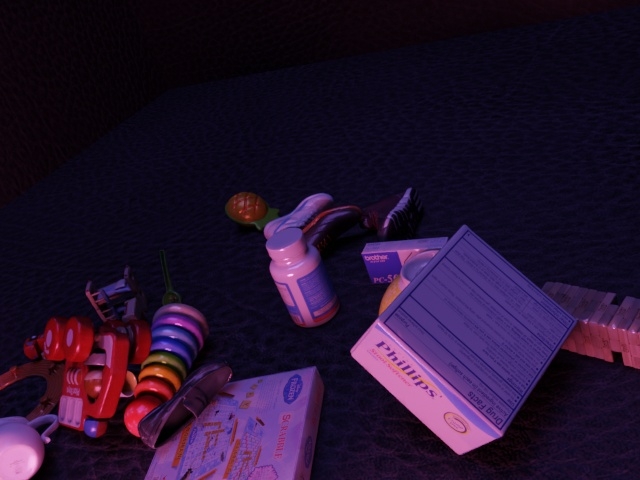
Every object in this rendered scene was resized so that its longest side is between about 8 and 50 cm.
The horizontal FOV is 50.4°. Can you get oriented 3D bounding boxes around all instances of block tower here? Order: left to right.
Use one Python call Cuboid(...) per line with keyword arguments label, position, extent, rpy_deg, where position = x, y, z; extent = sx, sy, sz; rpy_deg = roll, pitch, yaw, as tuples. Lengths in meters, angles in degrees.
Cuboid(label="block tower", position=(0.534, 0.157, 1.210), extent=(0.335, 0.097, 0.091), rpy_deg=(9, 40, 45))

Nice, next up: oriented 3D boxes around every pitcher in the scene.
Cuboid(label="pitcher", position=(-0.665, 0.452, 1.520), extent=(0.178, 0.125, 0.207), rpy_deg=(-19, 14, -27))

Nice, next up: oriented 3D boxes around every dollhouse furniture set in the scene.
Cuboid(label="dollhouse furniture set", position=(-0.566, 0.183, 1.879), extent=(0.129, 0.129, 0.183), rpy_deg=(-22, 29, 0))

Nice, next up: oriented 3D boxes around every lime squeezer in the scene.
Cuboid(label="lime squeezer", position=(-0.410, 0.188, 1.806), extent=(0.059, 0.110, 0.310), rpy_deg=(1, 64, 8))

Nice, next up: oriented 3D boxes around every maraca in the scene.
Cuboid(label="maraca", position=(-0.214, -0.090, 2.141), extent=(0.186, 0.099, 0.127), rpy_deg=(26, 56, 21))

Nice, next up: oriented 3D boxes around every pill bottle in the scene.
Cuboid(label="pill bottle", position=(-0.045, 0.085, 1.593), extent=(0.124, 0.221, 0.124), rpy_deg=(-16, 29, 9))

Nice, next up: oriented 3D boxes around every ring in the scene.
Cuboid(label="ring", position=(-0.809, 0.420, 1.748), extent=(0.337, 0.032, 0.336), rpy_deg=(-16, 29, 9))

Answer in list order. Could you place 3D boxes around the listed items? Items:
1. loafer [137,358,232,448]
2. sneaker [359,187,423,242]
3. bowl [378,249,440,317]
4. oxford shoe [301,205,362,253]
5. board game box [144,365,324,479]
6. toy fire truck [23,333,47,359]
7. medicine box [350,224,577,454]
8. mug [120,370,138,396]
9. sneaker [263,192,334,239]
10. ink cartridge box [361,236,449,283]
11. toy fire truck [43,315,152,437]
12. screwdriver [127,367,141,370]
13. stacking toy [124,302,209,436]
Cuboid(label="loafer", position=(-0.259, 0.327, 1.353), extent=(0.223, 0.076, 0.078), rpy_deg=(-40, 36, -20))
Cuboid(label="sneaker", position=(0.164, -0.037, 1.805), extent=(0.163, 0.106, 0.281), rpy_deg=(-13, 21, 30))
Cuboid(label="bowl", position=(0.243, 0.115, 1.416), extent=(0.290, 0.156, 0.289), rpy_deg=(-16, 30, 10))
Cuboid(label="oxford shoe", position=(0.000, 0.000, 1.846), extent=(0.271, 0.097, 0.098), rpy_deg=(-30, 46, 12))
Cuboid(label="board game box", position=(-0.165, 0.398, 1.306), extent=(0.318, 0.066, 0.318), rpy_deg=(-13, 30, 17))
Cuboid(label="toy fire truck", position=(-0.725, 0.294, 1.866), extent=(0.192, 0.047, 0.135), rpy_deg=(-15, 22, -4))
Cuboid(label="medicine box", position=(0.249, 0.168, 1.187), extent=(0.289, 0.263, 0.149), rpy_deg=(-42, -10, -32))
Cuboid(label="mug", position=(-0.480, 0.350, 1.629), extent=(0.064, 0.078, 0.062), rpy_deg=(-17, 61, 26))
Cuboid(label="sneaker", position=(-0.050, -0.052, 1.983), extent=(0.229, 0.087, 0.092), rpy_deg=(-35, 38, -8))
Cuboid(label="ink cartridge box", position=(0.210, 0.049, 1.608), extent=(0.207, 0.097, 0.046), rpy_deg=(-4, 34, 28))
Cuboid(label="toy fire truck", position=(-0.505, 0.300, 1.514), extent=(0.169, 0.253, 0.302), rpy_deg=(9, -11, -39))
Cuboid(label="screwdriver", position=(-0.479, 0.325, 1.704), extent=(0.170, 0.025, 0.024), rpy_deg=(4, 37, 25))
Cuboid(label="stacking toy", position=(-0.361, 0.299, 1.552), extent=(0.141, 0.141, 0.330), rpy_deg=(-12, 34, 17))
